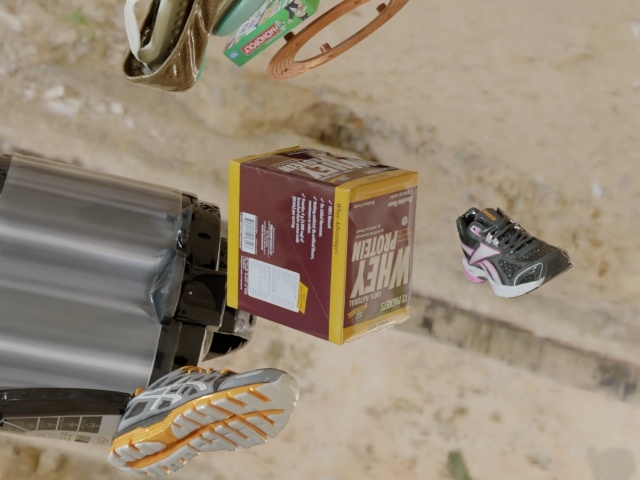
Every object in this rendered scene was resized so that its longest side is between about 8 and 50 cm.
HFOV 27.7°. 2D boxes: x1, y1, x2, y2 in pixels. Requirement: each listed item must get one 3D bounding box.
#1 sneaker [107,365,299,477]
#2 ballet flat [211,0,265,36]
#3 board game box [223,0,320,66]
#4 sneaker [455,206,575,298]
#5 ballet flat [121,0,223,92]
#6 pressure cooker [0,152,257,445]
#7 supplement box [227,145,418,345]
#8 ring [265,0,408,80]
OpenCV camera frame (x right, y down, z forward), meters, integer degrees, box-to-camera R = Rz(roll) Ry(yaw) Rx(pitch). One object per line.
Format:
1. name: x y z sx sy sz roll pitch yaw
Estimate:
1. sneaker: -0.112 0.151 1.206 0.215 0.083 0.084 -21 134 29
2. ballet flat: -0.075 -0.383 1.771 0.086 0.248 0.086 49 -179 -1
3. board game box: -0.059 -0.479 2.378 0.046 0.317 0.213 39 135 -25
4. sneaker: 0.182 0.006 1.309 0.072 0.077 0.178 -29 -165 -20
5. ballet flat: -0.180 -0.322 1.634 0.124 0.116 0.342 -11 145 -35
6. pressure cooker: -0.297 0.086 1.796 0.420 0.375 0.370 12 -153 -12
7. supplement box: 0.000 0.000 1.577 0.194 0.191 0.129 16 -158 39
8. ring: 0.037 -0.409 2.465 0.032 0.336 0.336 57 167 6
